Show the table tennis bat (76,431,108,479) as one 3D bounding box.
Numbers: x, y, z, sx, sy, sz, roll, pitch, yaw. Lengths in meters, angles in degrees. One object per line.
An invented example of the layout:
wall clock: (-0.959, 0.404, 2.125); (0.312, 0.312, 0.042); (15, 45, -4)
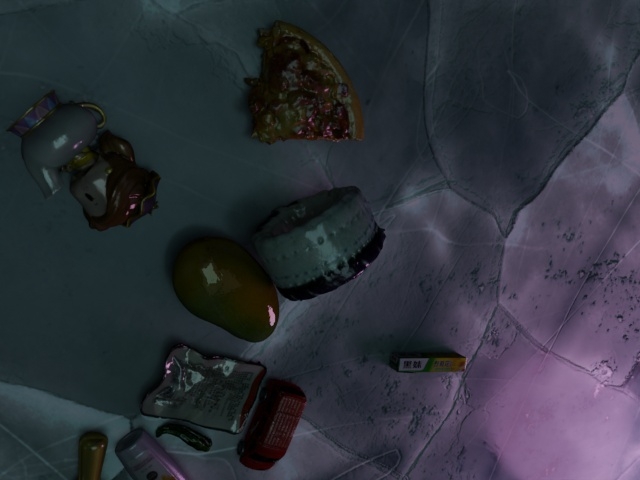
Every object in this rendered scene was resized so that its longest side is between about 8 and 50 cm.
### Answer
table tennis bat: (-0.453, 0.520, 1.272); (0.198, 0.050, 0.321); (6, 102, -20)

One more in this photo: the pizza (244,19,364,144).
pizza: (-0.042, -0.264, 1.246); (0.228, 0.081, 0.290); (-41, 114, -8)

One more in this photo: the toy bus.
toy bus: (-0.099, 0.390, 1.360); (0.081, 0.089, 0.195); (22, 93, -23)

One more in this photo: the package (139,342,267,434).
package: (-0.232, 0.297, 1.320); (0.231, 0.040, 0.166); (20, 97, -32)

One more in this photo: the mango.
mango: (-0.169, 0.097, 1.256); (0.251, 0.114, 0.156); (42, 77, -23)

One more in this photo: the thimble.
thimble: (0.000, 0.000, 1.241); (0.237, 0.237, 0.150); (-31, 108, -12)

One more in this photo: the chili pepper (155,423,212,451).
chili pepper: (-0.267, 0.394, 1.317); (0.117, 0.035, 0.055); (22, 125, -23)

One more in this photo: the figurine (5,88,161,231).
figurine: (-0.387, -0.123, 1.112); (0.263, 0.142, 0.190); (47, 60, -23)

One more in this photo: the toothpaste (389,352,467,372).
toothpaste: (0.246, 0.276, 1.495); (0.178, 0.043, 0.037); (4, 99, -22)

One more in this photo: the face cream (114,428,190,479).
face cream: (-0.323, 0.465, 1.305); (0.084, 0.057, 0.198); (-35, 111, -10)
